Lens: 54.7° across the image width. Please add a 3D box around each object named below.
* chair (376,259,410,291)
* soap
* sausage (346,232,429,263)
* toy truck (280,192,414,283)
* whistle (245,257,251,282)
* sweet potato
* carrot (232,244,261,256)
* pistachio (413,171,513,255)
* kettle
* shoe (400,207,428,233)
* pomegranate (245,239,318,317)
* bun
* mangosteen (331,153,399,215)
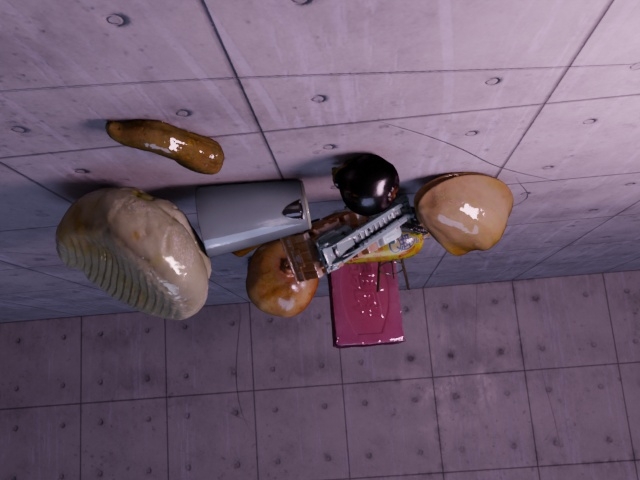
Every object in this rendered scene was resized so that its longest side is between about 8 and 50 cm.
[{"bbox_3d":[0.222,0.049,1.954,0.104,0.221,0.095,-3,145,2],"label":"chair"},{"bbox_3d":[0.145,0.172,2.069,0.233,0.359,0.128,-4,165,-4],"label":"soap"},{"bbox_3d":[0.150,0.004,1.838,0.347,0.123,0.123,-6,168,10],"label":"sausage"},{"bbox_3d":[0.086,-0.016,1.501,0.338,0.133,0.184,-25,-170,-38],"label":"toy truck"},{"bbox_3d":[-0.209,0.121,2.335,0.180,0.093,0.269,-33,163,10],"label":"whistle"},{"bbox_3d":[-0.254,-0.163,1.074,0.081,0.062,0.233,-12,163,39],"label":"sweet potato"},{"bbox_3d":[-0.190,-0.008,1.788,0.070,0.070,0.260,4,165,-33],"label":"carrot"},{"bbox_3d":[0.348,-0.078,1.491,0.212,0.163,0.260,-47,132,11],"label":"pistachio"},{"bbox_3d":[-0.148,-0.062,1.420,0.243,0.159,0.210,-10,-173,-4],"label":"kettle"},{"bbox_3d":[0.234,-0.055,1.742,0.195,0.074,0.077,2,178,-17],"label":"shoe"},{"bbox_3d":[-0.115,0.114,1.977,0.229,0.252,0.270,20,164,-12],"label":"pomegranate"},{"bbox_3d":[-0.389,0.014,1.369,0.365,0.219,0.365,22,150,13],"label":"bun"},{"bbox_3d":[0.087,-0.120,1.278,0.151,0.137,0.137,28,-175,29],"label":"mangosteen"}]
